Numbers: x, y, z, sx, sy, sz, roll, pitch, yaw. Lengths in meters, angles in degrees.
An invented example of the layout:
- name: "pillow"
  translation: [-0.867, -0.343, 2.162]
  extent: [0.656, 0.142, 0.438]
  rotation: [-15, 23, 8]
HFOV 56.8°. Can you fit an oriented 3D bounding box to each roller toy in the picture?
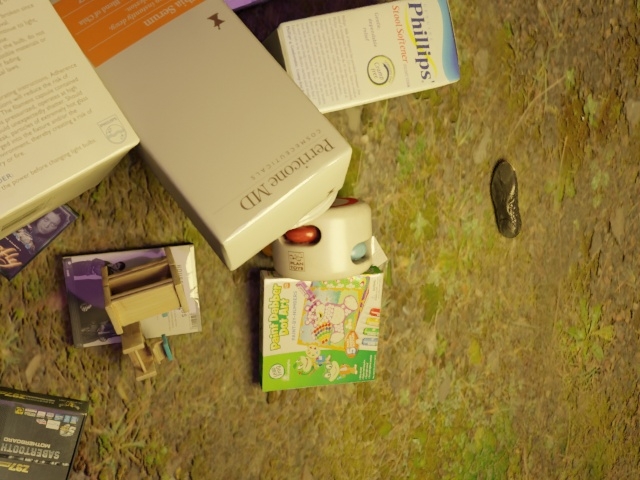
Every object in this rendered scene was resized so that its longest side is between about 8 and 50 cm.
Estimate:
- name: "roller toy"
  translation: [0.000, 0.000, 1.127]
  extent: [0.209, 0.191, 0.146]
  rotation: [-6, 102, -15]

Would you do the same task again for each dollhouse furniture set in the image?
- name: "dollhouse furniture set"
  translation: [-0.307, 0.132, 1.087]
  extent: [0.129, 0.129, 0.183]
  rotation: [-17, 127, -13]

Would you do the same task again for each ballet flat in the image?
- name: "ballet flat"
  translation: [0.412, -0.089, 1.310]
  extent: [0.049, 0.057, 0.173]
  rotation: [-24, 111, -53]

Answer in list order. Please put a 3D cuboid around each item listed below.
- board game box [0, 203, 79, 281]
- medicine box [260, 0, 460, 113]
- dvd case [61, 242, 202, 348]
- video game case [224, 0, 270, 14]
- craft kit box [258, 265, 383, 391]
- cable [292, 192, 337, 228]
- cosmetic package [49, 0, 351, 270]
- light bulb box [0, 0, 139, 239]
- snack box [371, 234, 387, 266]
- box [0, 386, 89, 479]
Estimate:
- name: "board game box"
  translation: [-0.576, -0.071, 1.035]
  extent: [0.165, 0.042, 0.243]
  rotation: [-45, 107, -5]
- name: "medicine box"
  translation: [0.051, -0.312, 1.050]
  extent: [0.289, 0.263, 0.149]
  rotation: [-16, 102, -12]
- name: "dvd case"
  translation: [-0.355, 0.104, 1.133]
  extent: [0.239, 0.029, 0.179]
  rotation: [-6, 101, -15]
- name: "video game case"
  translation: [-0.156, -0.556, 1.058]
  extent: [0.244, 0.061, 0.269]
  rotation: [-23, 104, -10]
- name: "craft kit box"
  translation: [-0.002, 0.178, 1.214]
  extent: [0.247, 0.061, 0.249]
  rotation: [-2, 107, -12]
- name: "cable"
  translation: [-0.093, -0.112, 1.053]
  extent: [0.257, 0.257, 0.089]
  rotation: [-17, 133, -5]
- name: "cosmetic package"
  translation: [-0.186, -0.208, 0.889]
  extent: [0.230, 0.161, 0.453]
  rotation: [-38, 80, -13]
- name: "light bulb box"
  translation: [-0.483, -0.208, 0.841]
  extent: [0.225, 0.358, 0.361]
  rotation: [-37, 103, -27]
- name: "snack box"
  translation: [0.052, 0.063, 1.241]
  extent: [0.178, 0.022, 0.064]
  rotation: [-34, 109, -8]
- name: "box"
  translation: [-0.573, 0.375, 1.102]
  extent: [0.233, 0.059, 0.183]
  rotation: [17, 96, -17]
